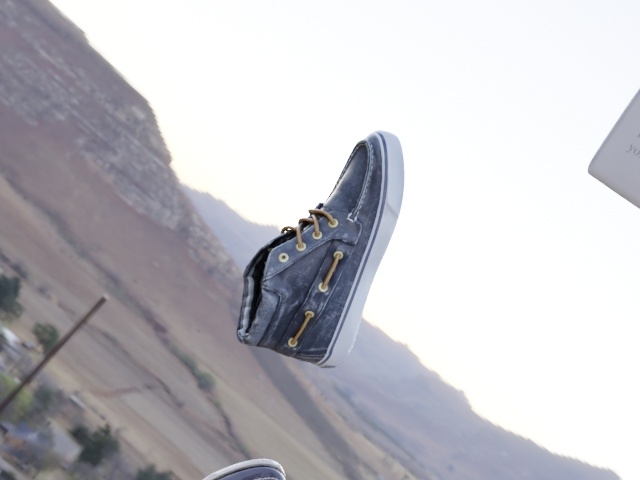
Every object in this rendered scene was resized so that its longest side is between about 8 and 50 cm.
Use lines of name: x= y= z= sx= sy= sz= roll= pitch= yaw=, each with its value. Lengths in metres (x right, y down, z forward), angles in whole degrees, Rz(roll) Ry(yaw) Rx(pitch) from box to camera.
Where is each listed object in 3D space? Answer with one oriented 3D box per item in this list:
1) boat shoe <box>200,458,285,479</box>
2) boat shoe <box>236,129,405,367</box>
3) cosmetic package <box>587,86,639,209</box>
boat shoe: x=-0.112 y=0.270 z=0.827 sx=0.065 sy=0.206 sz=0.075 roll=41 pitch=-22 yaw=56
boat shoe: x=0.000 y=0.000 z=0.689 sx=0.083 sy=0.183 sz=0.065 roll=15 pitch=2 yaw=-24
cosmetic package: x=0.420 y=-0.173 z=0.645 sx=0.230 sy=0.453 sz=0.161 roll=41 pitch=24 yaw=25
